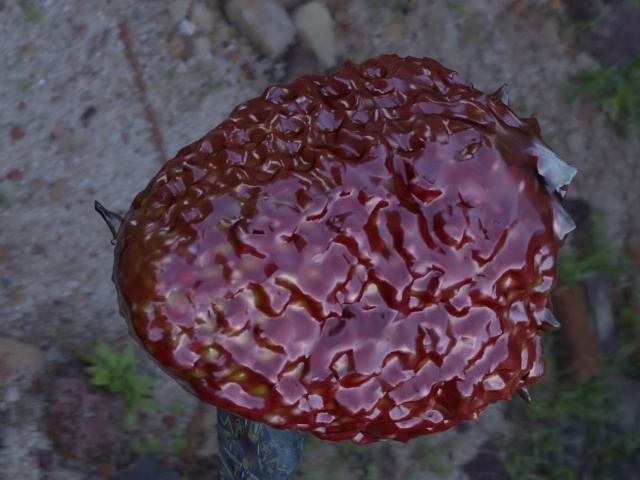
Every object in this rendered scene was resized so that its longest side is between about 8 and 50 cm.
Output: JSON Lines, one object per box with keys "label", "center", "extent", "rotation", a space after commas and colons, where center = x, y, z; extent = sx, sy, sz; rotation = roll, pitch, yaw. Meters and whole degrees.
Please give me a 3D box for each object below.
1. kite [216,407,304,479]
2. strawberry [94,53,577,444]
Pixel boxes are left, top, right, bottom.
{"label": "kite", "center": [-0.085, 0.271, 1.684], "extent": [0.015, 0.141, 0.245], "rotation": [-14, 127, -40]}
{"label": "strawberry", "center": [-0.001, 0.000, 1.066], "extent": [0.343, 0.292, 0.292], "rotation": [5, 80, -30]}
